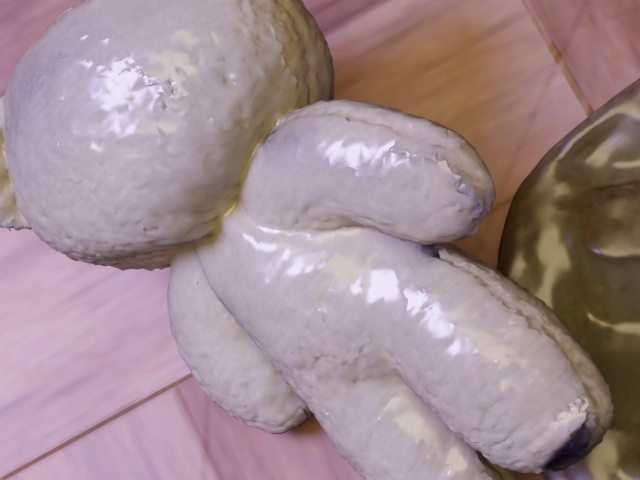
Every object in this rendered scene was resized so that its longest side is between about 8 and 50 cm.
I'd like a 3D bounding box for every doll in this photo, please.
[{"bbox_3d":[-0.002,0.002,0.790,0.278,0.149,0.175,46,106,6],"label":"doll"}]

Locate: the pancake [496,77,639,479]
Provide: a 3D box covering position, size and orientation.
[{"bbox_3d":[0.214,0.050,0.773,0.294,0.049,0.294,-4,75,14],"label":"pancake"}]
